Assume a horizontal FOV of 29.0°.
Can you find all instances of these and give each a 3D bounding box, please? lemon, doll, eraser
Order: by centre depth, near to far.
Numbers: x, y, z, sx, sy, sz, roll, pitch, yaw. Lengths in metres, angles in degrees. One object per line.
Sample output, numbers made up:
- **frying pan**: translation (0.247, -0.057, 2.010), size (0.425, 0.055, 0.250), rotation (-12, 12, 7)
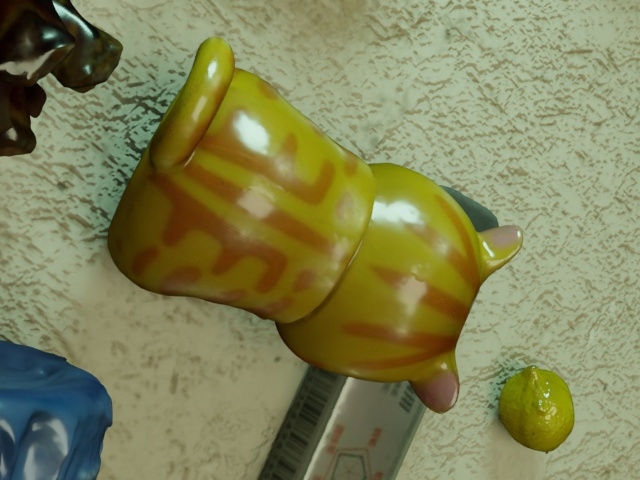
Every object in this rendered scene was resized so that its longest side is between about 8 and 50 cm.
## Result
- **doll**: translation (-0.014, -0.007, 0.841), size (0.270, 0.162, 0.166), rotation (27, 91, -23)
- **eraser**: translation (0.034, 0.123, 0.964), size (0.089, 0.061, 0.351), rotation (26, 87, -30)
- **lemon**: translation (0.185, 0.142, 1.052), size (0.065, 0.065, 0.092), rotation (-33, 124, -20)

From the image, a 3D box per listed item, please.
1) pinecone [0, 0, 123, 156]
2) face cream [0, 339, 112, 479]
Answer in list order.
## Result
- **pinecone**: translation (-0.205, -0.186, 0.663), size (0.244, 0.244, 0.309), rotation (-34, 130, -20)
- **face cream**: translation (-0.256, 0.160, 0.697), size (0.249, 0.249, 0.225), rotation (12, 93, -31)
